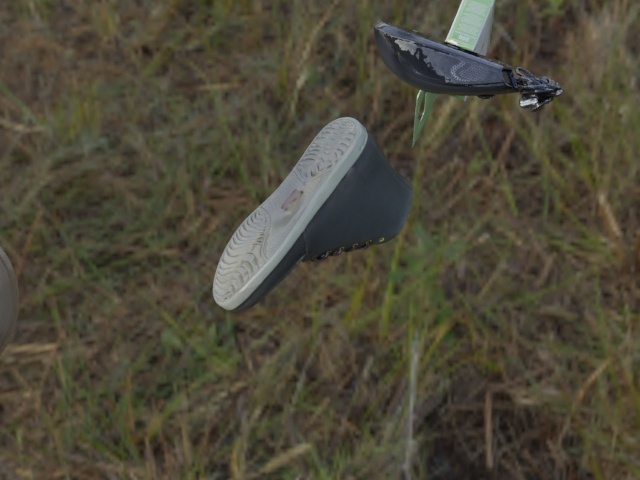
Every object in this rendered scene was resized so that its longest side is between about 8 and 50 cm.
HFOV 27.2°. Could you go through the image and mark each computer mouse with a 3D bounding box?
[{"bbox_3d":[0.192,-0.224,1.811,0.272,0.072,0.188,21,14,10],"label":"computer mouse"}]

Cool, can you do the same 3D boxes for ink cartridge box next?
[{"bbox_3d":[0.221,-0.280,2.182,0.056,0.171,0.235,20,68,10],"label":"ink cartridge box"}]

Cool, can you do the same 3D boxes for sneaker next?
[{"bbox_3d":[0.000,0.000,1.292,0.222,0.118,0.083,-50,35,-3],"label":"sneaker"}]

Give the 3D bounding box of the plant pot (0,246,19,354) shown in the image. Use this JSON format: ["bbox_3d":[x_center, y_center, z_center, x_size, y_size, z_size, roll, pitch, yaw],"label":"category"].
[{"bbox_3d":[-0.493,0.085,1.712,0.237,0.237,0.109,-27,17,-29],"label":"plant pot"}]
